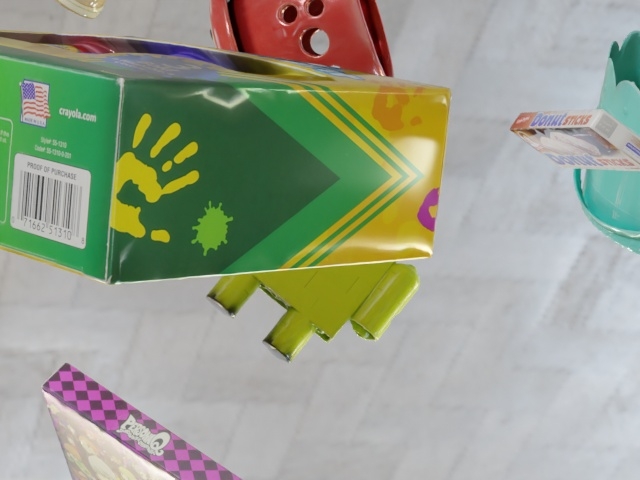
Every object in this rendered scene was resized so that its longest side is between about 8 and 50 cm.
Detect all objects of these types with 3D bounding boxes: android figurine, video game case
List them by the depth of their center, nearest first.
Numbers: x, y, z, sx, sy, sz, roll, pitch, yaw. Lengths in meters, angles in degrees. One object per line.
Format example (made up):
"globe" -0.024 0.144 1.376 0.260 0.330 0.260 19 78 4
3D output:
"video game case" -0.151 0.240 1.560 0.042 0.232 0.210 -44 149 -29
"android figurine" 0.000 0.000 1.917 0.273 0.248 0.056 -49 177 -12

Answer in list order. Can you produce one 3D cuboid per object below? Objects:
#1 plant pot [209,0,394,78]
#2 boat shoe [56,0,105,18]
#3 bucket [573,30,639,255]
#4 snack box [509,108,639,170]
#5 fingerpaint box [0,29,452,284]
"plant pot" -0.021 -0.233 1.881 0.174 0.191 0.191 -17 140 12
"boat shoe" -0.171 -0.229 1.189 0.063 0.170 0.059 24 126 -34
"bucket" 0.420 -0.097 1.827 0.281 0.281 0.183 2 119 -17
"snack box" 0.223 -0.086 1.424 0.064 0.178 0.022 34 84 -14
"fingerpaint box" -0.175 -0.093 1.455 0.371 0.445 0.163 -3 103 -45
